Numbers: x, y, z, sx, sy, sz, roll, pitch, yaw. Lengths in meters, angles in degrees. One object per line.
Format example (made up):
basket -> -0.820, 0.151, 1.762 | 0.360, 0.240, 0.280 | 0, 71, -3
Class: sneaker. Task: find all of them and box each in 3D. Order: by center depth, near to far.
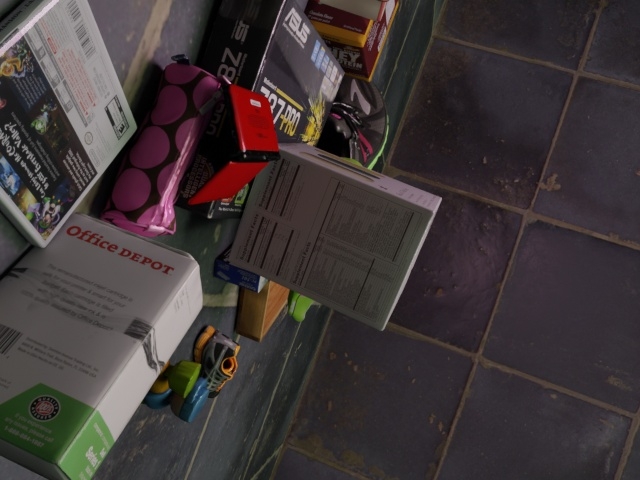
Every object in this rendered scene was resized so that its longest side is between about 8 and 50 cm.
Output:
sneaker -> -0.218, 0.272, 1.142 | 0.084, 0.083, 0.214 | -62, 168, -46
sneaker -> 0.045, -0.244, 1.259 | 0.202, 0.186, 0.482 | 75, 25, -52

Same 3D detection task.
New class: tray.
tray -> -0.091, 0.054, 1.414 | 0.411, 0.076, 0.202 | -56, 162, -55

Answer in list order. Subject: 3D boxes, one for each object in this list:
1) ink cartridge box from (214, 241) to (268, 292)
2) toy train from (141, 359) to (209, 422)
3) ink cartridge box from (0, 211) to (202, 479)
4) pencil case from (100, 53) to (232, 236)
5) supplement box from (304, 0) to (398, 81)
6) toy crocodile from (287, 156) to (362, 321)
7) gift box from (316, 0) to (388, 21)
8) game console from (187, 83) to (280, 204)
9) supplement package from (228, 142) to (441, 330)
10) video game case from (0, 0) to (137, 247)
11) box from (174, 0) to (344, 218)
ink cartridge box -> -0.125, 0.022, 1.116 | 0.207, 0.097, 0.046 | -53, 159, -56
toy train -> -0.220, 0.156, 0.704 | 0.248, 0.144, 0.105 | 105, 9, -54
ink cartridge box -> -0.236, 0.095, 0.523 | 0.092, 0.160, 0.219 | 99, 16, -50
pencil case -> -0.176, -0.103, 0.637 | 0.095, 0.098, 0.209 | 30, 78, -59
supplement box -> 0.066, -0.465, 1.116 | 0.194, 0.129, 0.191 | 31, 80, -79
toy crocodile -> 0.000, 0.000, 1.073 | 0.115, 0.105, 0.340 | -113, -143, -72
gift box -> -0.007, -0.404, 0.553 | 0.276, 0.255, 0.257 | 50, 58, -84
game console -> -0.110, -0.116, 0.668 | 0.144, 0.085, 0.124 | -36, 116, -76
supplement package -> 0.032, -0.021, 0.881 | 0.199, 0.263, 0.197 | -32, 144, -72
video game case -> -0.244, -0.110, 0.492 | 0.190, 0.022, 0.173 | 93, 19, -59
box -> -0.090, -0.194, 0.899 | 0.395, 0.097, 0.318 | -4, 113, -77
